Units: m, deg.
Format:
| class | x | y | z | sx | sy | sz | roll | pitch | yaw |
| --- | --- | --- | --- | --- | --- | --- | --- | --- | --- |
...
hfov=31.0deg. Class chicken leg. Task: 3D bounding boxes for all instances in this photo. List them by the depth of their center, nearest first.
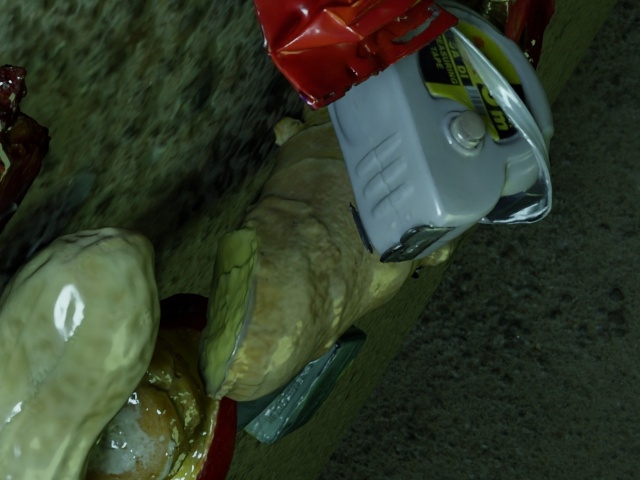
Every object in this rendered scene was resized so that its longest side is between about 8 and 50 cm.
| class | x | y | z | sx | sy | sz | roll | pitch | yaw |
| --- | --- | --- | --- | --- | --- | --- | --- | --- | --- |
| chicken leg | -0.191 | 0.002 | 0.588 | 0.219 | 0.048 | 0.089 | -60 | 164 | 25 |

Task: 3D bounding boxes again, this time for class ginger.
| class | x | y | z | sx | sy | sz | roll | pitch | yaw |
| --- | --- | --- | --- | --- | --- | --- | --- | --- | --- |
| ginger | 0.000 | 0.000 | 0.961 | 0.354 | 0.190 | 0.126 | -51 | 180 | -38 |

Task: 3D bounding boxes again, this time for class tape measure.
| class | x | y | z | sx | sy | sz | roll | pitch | yaw |
| --- | --- | --- | --- | --- | --- | --- | --- | --- | --- |
| tape measure | 0.098 | -0.103 | 0.928 | 0.197 | 0.236 | 0.120 | -3 | 156 | -37 |

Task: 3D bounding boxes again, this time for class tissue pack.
| class | x | y | z | sx | sy | sz | roll | pitch | yaw |
| --- | --- | --- | --- | --- | --- | --- | --- | --- | --- |
| tissue pack | -0.026 | 0.200 | 1.726 | 0.185 | 0.081 | 0.257 | -56 | 170 | 4 |

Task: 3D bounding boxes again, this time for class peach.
| class | x | y | z | sx | sy | sz | roll | pitch | yaw |
| --- | --- | --- | --- | --- | --- | --- | --- | --- | --- |
| peach | -0.154 | 0.174 | 0.994 | 0.267 | 0.159 | 0.154 | -55 | 174 | -8 |

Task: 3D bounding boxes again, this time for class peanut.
| class | x | y | z | sx | sy | sz | roll | pitch | yaw |
| --- | --- | --- | --- | --- | --- | --- | --- | --- | --- |
| peanut | -0.186 | 0.104 | 0.743 | 0.256 | 0.124 | 0.123 | -61 | 167 | 16 |

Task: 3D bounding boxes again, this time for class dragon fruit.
| class | x | y | z | sx | sy | sz | roll | pitch | yaw |
| --- | --- | --- | --- | --- | --- | --- | --- | --- | --- |
| dragon fruit | 0.155 | -0.212 | 1.217 | 0.211 | 0.134 | 0.262 | 78 | 31 | -59 |

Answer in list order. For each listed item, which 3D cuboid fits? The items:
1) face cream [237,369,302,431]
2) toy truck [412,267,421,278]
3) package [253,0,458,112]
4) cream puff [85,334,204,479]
| class | x | y | z | sx | sy | sz | roll | pitch | yaw |
| --- | --- | --- | --- | --- | --- | --- | --- | --- | --- |
| face cream | -0.056 | 0.144 | 1.454 | 0.385 | 0.086 | 0.136 | -53 | 167 | 19 |
| toy truck | 0.002 | 0.004 | 1.188 | 0.177 | 0.161 | 0.213 | -34 | 177 | 25 |
| package | 0.083 | -0.286 | 0.678 | 0.196 | 0.123 | 0.423 | -39 | 161 | -47 |
| cream puff | -0.154 | 0.123 | 0.869 | 0.126 | 0.144 | 0.103 | -34 | -171 | 11 |
